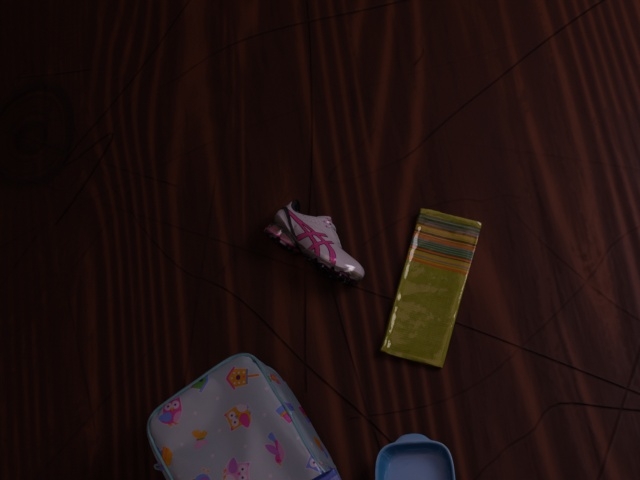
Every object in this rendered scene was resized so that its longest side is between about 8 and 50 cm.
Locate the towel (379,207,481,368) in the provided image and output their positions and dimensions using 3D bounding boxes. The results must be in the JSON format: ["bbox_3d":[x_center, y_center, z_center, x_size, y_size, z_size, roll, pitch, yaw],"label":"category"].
[{"bbox_3d":[0.168,0.069,1.376,0.102,0.021,0.237,12,74,20],"label":"towel"}]

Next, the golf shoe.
[{"bbox_3d":[0.000,0.000,1.423,0.186,0.067,0.086,33,80,24],"label":"golf shoe"}]

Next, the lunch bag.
[{"bbox_3d":[-0.117,0.320,1.316,0.224,0.108,0.279,-36,65,2],"label":"lunch bag"}]

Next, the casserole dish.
[{"bbox_3d":[0.136,0.369,1.265,0.114,0.037,0.188,-7,68,14],"label":"casserole dish"}]

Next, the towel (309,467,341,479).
[{"bbox_3d":[-0.008,0.472,1.204,0.209,0.034,0.285,-26,93,4],"label":"towel"}]
